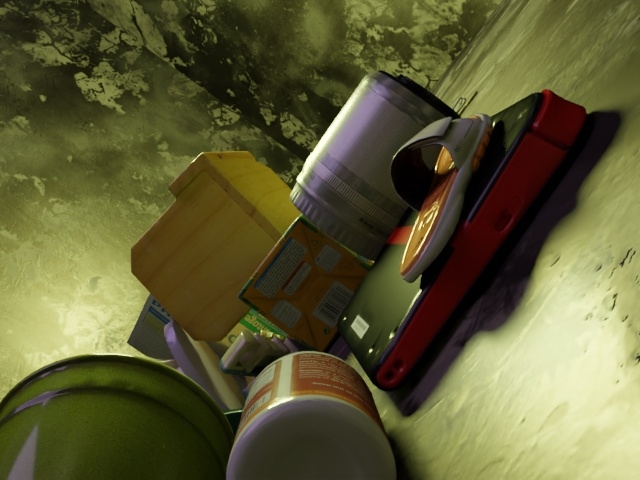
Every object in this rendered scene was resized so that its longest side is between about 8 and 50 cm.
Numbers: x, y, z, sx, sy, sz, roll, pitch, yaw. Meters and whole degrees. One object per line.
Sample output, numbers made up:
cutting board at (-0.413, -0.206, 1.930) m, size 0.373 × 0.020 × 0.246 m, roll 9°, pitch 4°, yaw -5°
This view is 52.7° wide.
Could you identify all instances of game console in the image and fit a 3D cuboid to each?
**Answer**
game console at (0.142, -0.001, 0.775) m, size 0.342 × 0.060 × 0.386 m, roll -58°, pitch 3°, yaw -2°

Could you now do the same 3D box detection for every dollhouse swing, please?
dollhouse swing at (-0.201, 0.021, 1.510) m, size 0.305 × 0.347 × 0.315 m, roll -50°, pitch -11°, yaw 20°

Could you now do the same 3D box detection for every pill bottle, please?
pill bottle at (-0.008, 0.162, 0.546) m, size 0.121 × 0.121 × 0.216 m, roll -54°, pitch 2°, yaw 2°

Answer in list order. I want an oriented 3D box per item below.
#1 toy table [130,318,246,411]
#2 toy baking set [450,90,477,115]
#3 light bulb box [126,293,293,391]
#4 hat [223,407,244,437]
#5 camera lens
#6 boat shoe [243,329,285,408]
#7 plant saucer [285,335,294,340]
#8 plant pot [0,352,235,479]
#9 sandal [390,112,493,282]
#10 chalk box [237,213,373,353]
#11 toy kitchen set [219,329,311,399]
toy table at (-0.301, 0.328, 1.424) m, size 0.161 × 0.274 × 0.252 m, roll -36°, pitch -12°, yaw 5°
toy baking set at (0.286, -0.265, 1.595) m, size 0.196 × 0.030 × 0.256 m, roll -56°, pitch 3°, yaw -33°
light bulb box at (-0.271, 0.226, 1.684) m, size 0.225 × 0.358 × 0.361 m, roll -59°, pitch 6°, yaw -37°
hat at (-0.157, 0.404, 1.092) m, size 0.209 × 0.183 × 0.173 m, roll -11°, pitch 6°, yaw 9°
camera lens at (0.104, -0.130, 1.097) m, size 0.274 × 0.219 × 0.219 m, roll -54°, pitch 3°, yaw 11°
boat shoe at (-0.142, 0.289, 1.418) m, size 0.068 × 0.072 × 0.190 m, roll 131°, pitch 161°, yaw -60°
plant saucer at (-0.037, 0.198, 1.484) m, size 0.168 × 0.029 × 0.168 m, roll -55°, pitch 4°, yaw 6°
plant pot at (-0.293, 0.387, 0.798) m, size 0.366 × 0.366 × 0.353 m, roll -54°, pitch 15°, yaw 13°
sandal at (0.112, -0.069, 0.670) m, size 0.102 × 0.076 × 0.265 m, roll -54°, pitch 5°, yaw 43°
chalk box at (-0.018, 0.066, 1.224) m, size 0.180 × 0.179 × 0.289 m, roll -53°, pitch 3°, yaw 3°
toy kitchen set at (-0.072, 0.256, 1.089) m, size 0.122 × 0.166 × 0.207 m, roll -53°, pitch -34°, yaw 8°
